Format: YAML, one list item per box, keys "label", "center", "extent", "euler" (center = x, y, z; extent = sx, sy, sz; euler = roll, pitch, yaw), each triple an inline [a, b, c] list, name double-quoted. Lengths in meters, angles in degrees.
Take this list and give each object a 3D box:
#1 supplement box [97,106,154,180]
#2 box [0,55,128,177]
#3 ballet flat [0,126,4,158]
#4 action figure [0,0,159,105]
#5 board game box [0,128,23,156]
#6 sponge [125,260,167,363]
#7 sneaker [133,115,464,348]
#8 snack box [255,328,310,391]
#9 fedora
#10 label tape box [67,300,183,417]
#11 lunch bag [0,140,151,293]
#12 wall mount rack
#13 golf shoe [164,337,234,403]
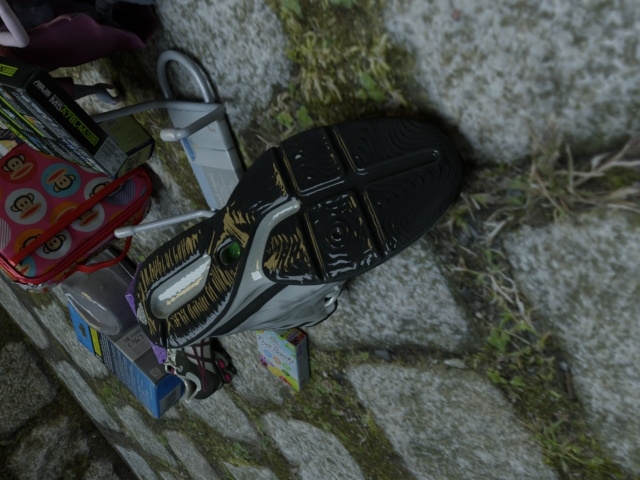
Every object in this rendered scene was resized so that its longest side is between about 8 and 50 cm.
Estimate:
- label: "supplement box"
  center: [-0.342, -0.163, 1.076]
  extent: [0.083, 0.083, 0.056]
  euler: [47, 147, 4]
- label: "box"
  center: [-0.380, -0.170, 0.854]
  extent: [0.184, 0.045, 0.191]
  euler: [21, 161, 29]
- label: "ballet flat"
  center: [-0.685, -0.180, 1.475]
  extent: [0.080, 0.073, 0.232]
  euler: [-122, 7, -63]
- label: "action figure"
  center: [-0.401, -0.270, 0.891]
  extent: [0.370, 0.276, 0.248]
  euler: [-18, 116, 40]
- label: "board game box"
  center: [-0.596, -0.136, 1.391]
  extent: [0.165, 0.042, 0.243]
  euler: [9, 142, 45]
- label: "sponge"
  center: [-0.365, 0.158, 1.406]
  extent: [0.031, 0.117, 0.210]
  euler: [-9, 126, 7]
- label: "sneaker"
  center: [-0.001, -0.001, 0.807]
  extent: [0.447, 0.257, 0.169]
  euler: [-27, 74, 27]
- label: "snack box"
  center: [-0.070, 0.202, 1.172]
  extent: [0.100, 0.037, 0.141]
  euler: [28, 141, 27]
- label: "fedora"
  center: [-0.524, 0.128, 1.532]
  extent: [0.275, 0.124, 0.244]
  euler: [34, 143, 16]
- label: "label tape box"
  center: [-0.517, 0.294, 1.718]
  extent: [0.333, 0.106, 0.241]
  euler: [39, 146, 15]
- label: "lunch bag"
  center: [-0.448, -0.052, 1.120]
  extent: [0.258, 0.293, 0.120]
  euler: [45, 156, 2]
- label: "wall mount rack"
  center: [-0.231, -0.100, 0.971]
  extent: [0.304, 0.130, 0.350]
  euler: [13, 132, 42]
- label: "golf shoe"
  center: [-0.288, 0.229, 1.379]
  extent: [0.105, 0.120, 0.273]
  euler: [2, 123, 50]
